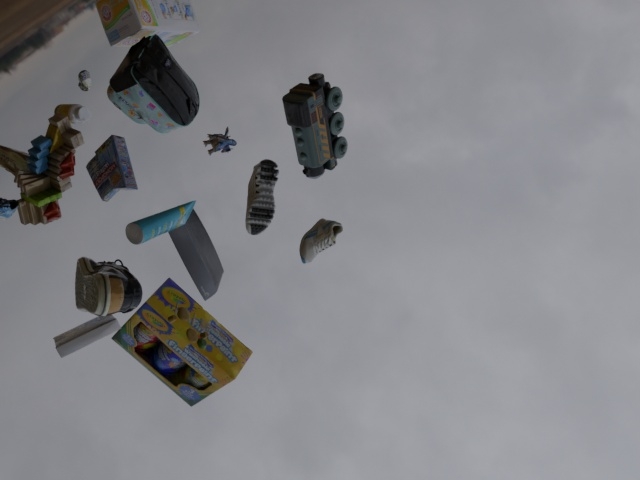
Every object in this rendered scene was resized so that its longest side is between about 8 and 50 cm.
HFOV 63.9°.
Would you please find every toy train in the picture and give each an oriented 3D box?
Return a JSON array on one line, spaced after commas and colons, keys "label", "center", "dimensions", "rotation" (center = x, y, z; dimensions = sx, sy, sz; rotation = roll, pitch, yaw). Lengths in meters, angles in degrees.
[{"label": "toy train", "center": [-0.017, -0.364, 1.670], "dimensions": [0.142, 0.334, 0.190], "rotation": [21, -133, 33]}]

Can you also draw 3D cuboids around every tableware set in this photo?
[{"label": "tableware set", "center": [-0.405, 0.268, 1.584], "dimensions": [0.024, 0.154, 0.104], "rotation": [-30, -145, 23]}]

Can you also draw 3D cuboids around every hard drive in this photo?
[{"label": "hard drive", "center": [-0.357, 0.029, 1.487], "dimensions": [0.054, 0.255, 0.172], "rotation": [-19, -159, 7]}]

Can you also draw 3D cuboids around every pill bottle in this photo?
[{"label": "pill bottle", "center": [-0.815, -0.417, 1.692], "dimensions": [0.116, 0.065, 0.065], "rotation": [8, -129, 29]}]

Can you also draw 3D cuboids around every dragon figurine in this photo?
[{"label": "dragon figurine", "center": [-0.429, -0.449, 2.281], "dimensions": [0.144, 0.085, 0.289], "rotation": [-29, -176, -27]}]

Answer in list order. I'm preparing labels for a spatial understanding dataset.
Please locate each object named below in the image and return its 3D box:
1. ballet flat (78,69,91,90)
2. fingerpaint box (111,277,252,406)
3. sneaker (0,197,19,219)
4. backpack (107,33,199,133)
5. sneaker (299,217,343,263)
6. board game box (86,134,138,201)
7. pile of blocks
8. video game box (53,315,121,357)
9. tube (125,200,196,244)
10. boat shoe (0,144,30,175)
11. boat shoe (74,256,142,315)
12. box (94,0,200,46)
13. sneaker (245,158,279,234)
[{"label": "ballet flat", "center": [-0.737, -0.498, 1.613], "dimensions": [0.041, 0.041, 0.114], "rotation": [-51, -163, -22]}, {"label": "fingerpaint box", "center": [-0.557, 0.420, 2.045], "dimensions": [0.371, 0.445, 0.163], "rotation": [-38, -168, 39]}, {"label": "sneaker", "center": [-0.918, -0.097, 1.441], "dimensions": [0.073, 0.063, 0.162], "rotation": [-35, -176, 9]}, {"label": "backpack", "center": [-0.374, -0.339, 1.171], "dimensions": [0.144, 0.188, 0.166], "rotation": [-19, -134, 33]}, {"label": "sneaker", "center": [0.000, 0.000, 1.887], "dimensions": [0.092, 0.087, 0.229], "rotation": [9, -135, 31]}, {"label": "board game box", "center": [-0.729, -0.231, 1.794], "dimensions": [0.194, 0.060, 0.194], "rotation": [-36, -105, 21]}, {"label": "pile of blocks", "center": [-0.826, -0.204, 1.573], "dimensions": [0.112, 0.149, 0.362], "rotation": [22, -79, 20]}, {"label": "video game box", "center": [-0.811, 0.322, 1.778], "dimensions": [0.205, 0.048, 0.187], "rotation": [-27, -164, -26]}, {"label": "tube", "center": [-0.380, -0.044, 1.242], "dimensions": [0.080, 0.052, 0.207], "rotation": [-51, 173, 29]}, {"label": "boat shoe", "center": [-1.032, -0.261, 1.709], "dimensions": [0.285, 0.104, 0.089], "rotation": [19, -86, 39]}, {"label": "boat shoe", "center": [-0.740, 0.158, 1.758], "dimensions": [0.500, 0.156, 0.187], "rotation": [6, -86, 54]}, {"label": "box", "center": [-0.402, -0.526, 1.208], "dimensions": [0.114, 0.103, 0.203], "rotation": [-11, -167, 30]}, {"label": "sneaker", "center": [-0.235, -0.164, 1.972], "dimensions": [0.118, 0.110, 0.292], "rotation": [10, -92, 57]}]
